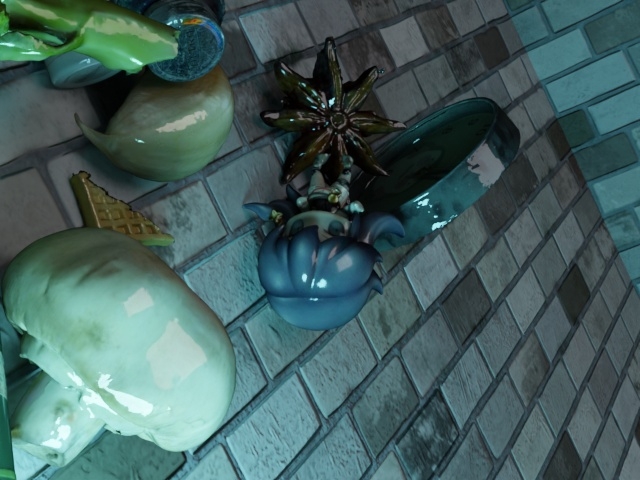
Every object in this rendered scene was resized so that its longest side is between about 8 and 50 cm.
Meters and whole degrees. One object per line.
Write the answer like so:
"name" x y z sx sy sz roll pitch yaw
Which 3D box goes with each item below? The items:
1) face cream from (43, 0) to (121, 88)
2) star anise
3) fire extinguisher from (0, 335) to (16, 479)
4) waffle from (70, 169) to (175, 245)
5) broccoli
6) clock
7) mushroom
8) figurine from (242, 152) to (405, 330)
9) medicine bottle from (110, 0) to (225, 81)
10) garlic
"face cream" -0.317 -0.315 1.498 0.101 0.101 0.252 -13 80 -63
"star anise" 0.007 -0.182 1.968 0.272 0.102 0.272 3 85 -28
"fire extinguisher" -0.337 0.124 1.142 0.118 0.093 0.294 69 8 -69
"waffle" -0.237 -0.036 1.512 0.152 0.023 0.097 -2 72 -60
"broccoli" -0.349 -0.238 1.317 0.254 0.186 0.302 36 7 37
"clock" 0.170 -0.109 1.984 0.066 0.319 0.319 52 31 -20
"mushroom" -0.223 0.125 1.253 0.260 0.234 0.254 36 -17 21
"figurine" 0.006 0.009 1.765 0.197 0.175 0.265 63 35 -18
"medicine bottle" -0.206 -0.327 1.580 0.141 0.141 0.293 37 22 -45
"garlic" -0.198 -0.156 1.569 0.164 0.145 0.245 40 34 -9
